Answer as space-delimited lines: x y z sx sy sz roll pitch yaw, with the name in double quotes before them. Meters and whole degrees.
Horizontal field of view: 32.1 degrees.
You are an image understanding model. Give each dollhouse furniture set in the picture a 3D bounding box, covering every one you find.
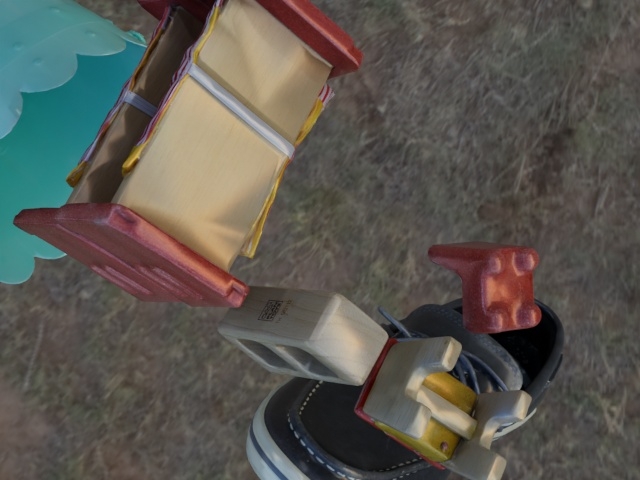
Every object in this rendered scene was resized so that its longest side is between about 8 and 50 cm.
"dollhouse furniture set" 0.000 0.000 0.804 0.374 0.201 0.152 37 159 -29

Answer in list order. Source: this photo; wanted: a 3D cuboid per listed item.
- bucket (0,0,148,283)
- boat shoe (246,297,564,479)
"bucket" -0.292 -0.111 1.005 0.183 0.281 0.281 39 116 14
"boat shoe" 0.106 0.149 1.125 0.187 0.500 0.156 42 118 23
